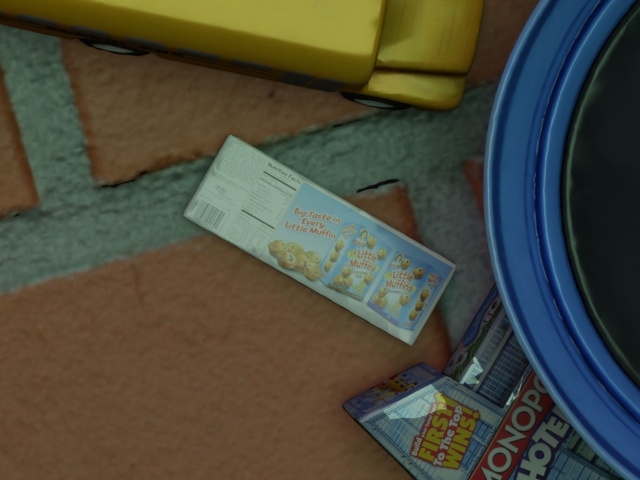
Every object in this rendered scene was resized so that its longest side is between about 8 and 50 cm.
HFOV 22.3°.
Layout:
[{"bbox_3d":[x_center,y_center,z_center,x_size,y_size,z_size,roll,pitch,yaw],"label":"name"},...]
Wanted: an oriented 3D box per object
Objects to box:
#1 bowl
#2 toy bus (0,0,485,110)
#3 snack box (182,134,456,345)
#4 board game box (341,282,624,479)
[{"bbox_3d":[0.286,-0.027,0.884,0.391,0.077,0.391,0,90,21],"label":"bowl"},{"bbox_3d":[-0.060,-0.165,1.034,0.332,0.130,0.108,11,89,-5],"label":"toy bus"},{"bbox_3d":[0.000,0.000,1.095,0.178,0.022,0.064,30,89,-5],"label":"snack box"},{"bbox_3d":[0.124,0.119,1.078,0.194,0.060,0.194,31,88,-12],"label":"board game box"}]
